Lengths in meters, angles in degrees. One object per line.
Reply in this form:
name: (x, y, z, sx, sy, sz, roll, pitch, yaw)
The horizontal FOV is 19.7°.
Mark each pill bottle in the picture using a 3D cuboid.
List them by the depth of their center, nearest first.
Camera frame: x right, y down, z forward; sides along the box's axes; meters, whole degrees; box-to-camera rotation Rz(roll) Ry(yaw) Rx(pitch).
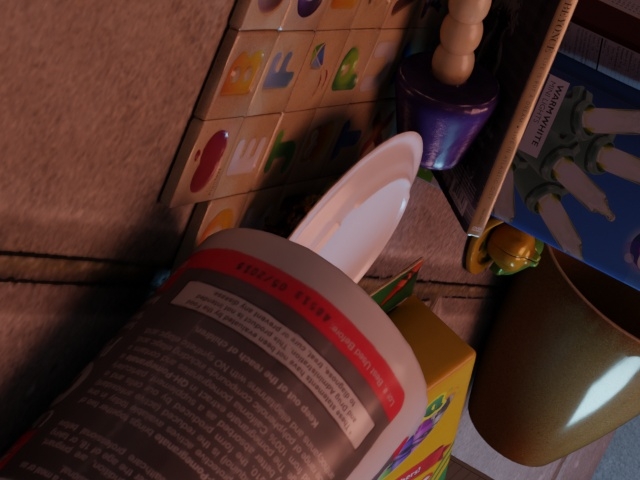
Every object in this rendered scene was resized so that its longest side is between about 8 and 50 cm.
pill bottle: (-0.094, 0.157, 1.054, 0.318, 0.176, 0.176, -49, 158, -27)

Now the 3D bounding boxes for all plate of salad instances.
plate of salad: (0.000, 0.000, 1.270, 0.200, 0.048, 0.200, -46, 164, -17)

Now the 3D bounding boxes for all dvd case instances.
dvd case: (0.131, -0.136, 1.356, 0.164, 0.018, 0.221, -111, -143, -60)

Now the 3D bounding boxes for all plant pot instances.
plant pot: (0.277, 0.126, 2.030, 0.254, 0.237, 0.237, -55, 168, 31)

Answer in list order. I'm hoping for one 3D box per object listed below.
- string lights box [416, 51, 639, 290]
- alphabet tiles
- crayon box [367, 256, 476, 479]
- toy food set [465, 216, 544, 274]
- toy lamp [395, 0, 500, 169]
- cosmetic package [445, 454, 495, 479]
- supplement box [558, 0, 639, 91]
string lights box: (0.215, -0.060, 1.460, 0.077, 0.260, 0.133, -20, 135, -64)
alphabet tiles: (0.006, -0.114, 1.210, 0.342, 0.011, 0.285, -16, 132, -66)
crayon box: (0.013, 0.173, 1.451, 0.202, 0.081, 0.318, -34, 153, -25)
toy food set: (0.225, -0.029, 1.848, 0.218, 0.071, 0.128, -40, 153, -50)
toy lamp: (0.106, -0.170, 1.260, 0.080, 0.080, 0.274, -41, 154, -48)
cosmetic package: (0.130, 0.306, 1.718, 0.153, 0.296, 0.129, -30, 145, -57)
supplement box: (0.277, -0.198, 1.536, 0.191, 0.194, 0.129, -53, 161, -26)
